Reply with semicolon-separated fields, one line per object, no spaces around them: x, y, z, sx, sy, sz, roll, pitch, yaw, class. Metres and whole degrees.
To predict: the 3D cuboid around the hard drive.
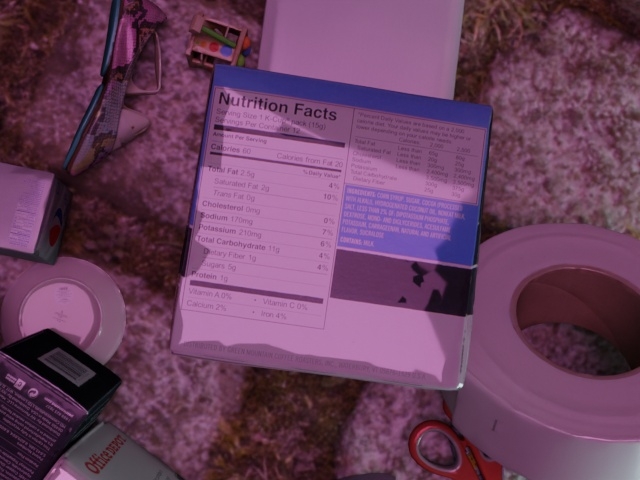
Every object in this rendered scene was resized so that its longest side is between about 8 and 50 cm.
0.052;-0.273;0.921;0.233;0.047;0.353;7;85;-5;hard drive

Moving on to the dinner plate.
-0.293;0.089;0.884;0.141;0.017;0.141;0;85;-5;dinner plate

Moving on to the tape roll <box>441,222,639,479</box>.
0.264;0.111;0.806;0.286;0.100;0.286;-1;45;1;tape roll

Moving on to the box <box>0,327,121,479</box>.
-0.317;0.210;0.795;0.108;0.153;0.207;35;89;-3;box

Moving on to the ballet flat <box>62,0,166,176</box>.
-0.224;-0.171;0.884;0.079;0.077;0.221;18;84;-23;ballet flat

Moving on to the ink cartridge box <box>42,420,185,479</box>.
-0.164;0.322;0.787;0.273;0.198;0.115;37;85;-1;ink cartridge box

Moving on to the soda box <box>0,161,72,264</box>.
-0.426;-0.049;0.839;0.286;0.098;0.091;12;80;-5;soda box

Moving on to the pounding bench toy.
-0.114;-0.223;0.885;0.065;0.083;0.052;17;85;-3;pounding bench toy

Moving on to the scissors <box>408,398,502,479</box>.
0.210;0.306;0.895;0.109;0.021;0.297;-35;94;-4;scissors

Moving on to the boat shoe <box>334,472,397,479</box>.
0.020;0.298;0.883;0.142;0.049;0.040;-13;93;1;boat shoe

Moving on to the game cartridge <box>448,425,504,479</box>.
0.184;0.254;0.913;0.056;0.017;0.083;-15;88;-9;game cartridge

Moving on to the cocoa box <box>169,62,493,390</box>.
0.000;0.000;0.747;0.231;0.347;0.228;8;85;-4;cocoa box
